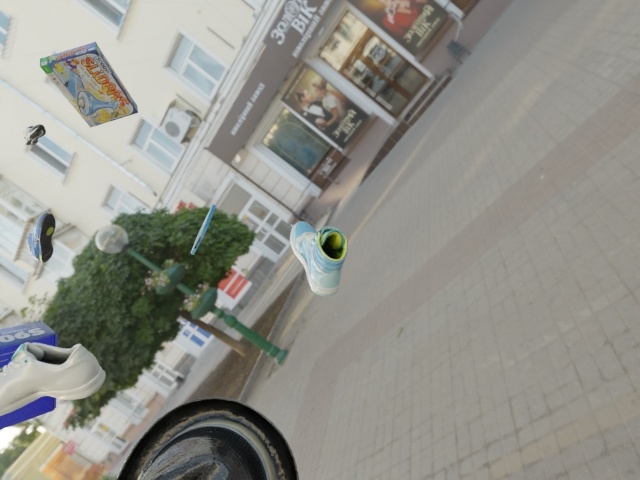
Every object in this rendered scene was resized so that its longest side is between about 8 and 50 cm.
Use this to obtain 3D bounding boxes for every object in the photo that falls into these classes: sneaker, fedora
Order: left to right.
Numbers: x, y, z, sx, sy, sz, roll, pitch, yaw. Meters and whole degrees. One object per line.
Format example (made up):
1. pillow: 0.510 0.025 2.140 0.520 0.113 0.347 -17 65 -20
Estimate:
1. sneaker: -0.442 0.196 0.642 0.080 0.212 0.094 -110 10 -60
2. sneaker: -0.812 -0.307 1.212 0.109 0.043 0.040 -17 2 36
3. sneaker: -0.941 -0.017 1.433 0.209 0.082 0.069 -60 1 35
4. fedora: -0.191 0.408 0.627 0.334 0.334 0.152 -54 -12 -8
5. sneaker: 0.000 0.000 1.398 0.319 0.127 0.208 61 147 39

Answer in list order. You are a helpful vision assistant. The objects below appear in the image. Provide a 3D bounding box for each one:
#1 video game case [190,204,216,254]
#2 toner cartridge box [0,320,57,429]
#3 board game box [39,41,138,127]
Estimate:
1. video game case: -0.416 -0.037 1.526 0.166 0.015 0.119 -47 25 46
2. toner cartridge box: -0.629 0.255 0.694 0.348 0.075 0.165 -7 -71 -52
3. board game box: -0.572 -0.385 1.082 0.136 0.035 0.201 -19 -29 -2
